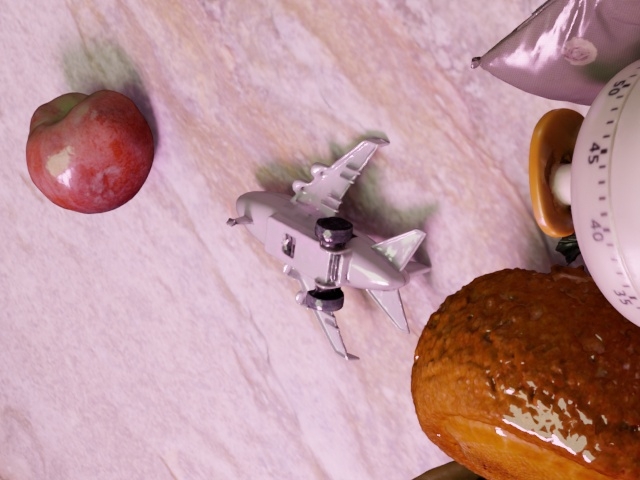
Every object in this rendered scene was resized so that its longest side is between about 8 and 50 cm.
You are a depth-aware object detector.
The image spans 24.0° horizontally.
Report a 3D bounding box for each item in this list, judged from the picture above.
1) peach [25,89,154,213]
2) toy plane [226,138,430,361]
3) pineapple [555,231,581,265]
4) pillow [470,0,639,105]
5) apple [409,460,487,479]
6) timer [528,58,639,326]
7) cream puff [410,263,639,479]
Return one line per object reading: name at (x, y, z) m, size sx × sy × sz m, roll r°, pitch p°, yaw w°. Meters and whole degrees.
peach at (-0.266, -0.104, 1.769) m, size 0.152 × 0.152 × 0.152 m, roll 24°, pitch 130°, yaw 33°
toy plane at (-0.003, 0.001, 1.586) m, size 0.255 × 0.101 × 0.251 m, roll 24°, pitch 118°, yaw 33°
pineapple at (0.260, -0.008, 1.357) m, size 0.124 × 0.058 × 0.058 m, roll -7°, pitch 109°, yaw 52°
pillow at (0.250, -0.175, 1.183) m, size 0.255 × 0.169 × 0.059 m, roll -41°, pitch 48°, yaw 50°
apple at (0.167, 0.345, 1.518) m, size 0.257 × 0.257 × 0.233 m, roll -2°, pitch 104°, yaw 45°
timer at (0.312, -0.040, 1.148) m, size 0.240 × 0.233 × 0.233 m, roll -4°, pitch 112°, yaw 49°
cream puff at (0.230, 0.131, 1.348) m, size 0.303 × 0.212 × 0.303 m, roll 24°, pitch 165°, yaw 7°
